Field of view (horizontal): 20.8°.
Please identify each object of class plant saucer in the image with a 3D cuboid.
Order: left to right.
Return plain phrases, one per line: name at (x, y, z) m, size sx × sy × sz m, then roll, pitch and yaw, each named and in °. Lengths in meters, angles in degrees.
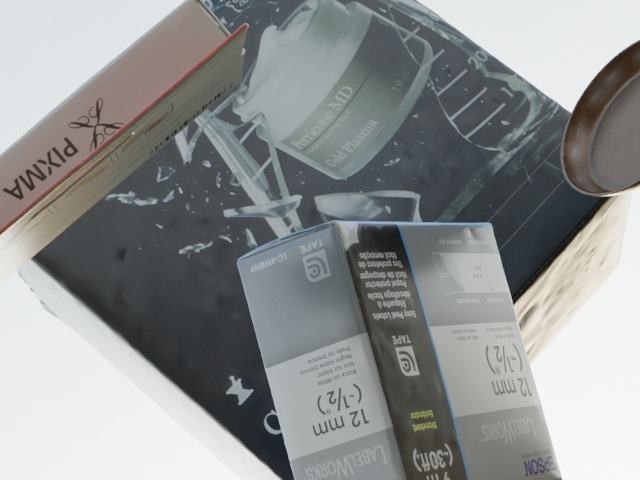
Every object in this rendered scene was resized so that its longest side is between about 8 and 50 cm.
plant saucer at (0.282, -0.107, 1.531) m, size 0.029 × 0.168 × 0.168 m, roll 31°, pitch -70°, yaw -28°

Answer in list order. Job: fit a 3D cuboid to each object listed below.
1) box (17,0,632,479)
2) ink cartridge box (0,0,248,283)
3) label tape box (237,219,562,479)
box at (0.000, 0.000, 1.856) m, size 0.480 × 0.472 × 0.297 m, roll -47°, pitch -20°, yaw -13°
ink cartridge box at (-0.168, -0.055, 1.136) m, size 0.275 × 0.060 × 0.239 m, roll -41°, pitch -1°, yaw -5°
label tape box at (0.085, 0.161, 1.410) m, size 0.115 × 0.348 × 0.249 m, roll -24°, pitch -13°, yaw 32°
